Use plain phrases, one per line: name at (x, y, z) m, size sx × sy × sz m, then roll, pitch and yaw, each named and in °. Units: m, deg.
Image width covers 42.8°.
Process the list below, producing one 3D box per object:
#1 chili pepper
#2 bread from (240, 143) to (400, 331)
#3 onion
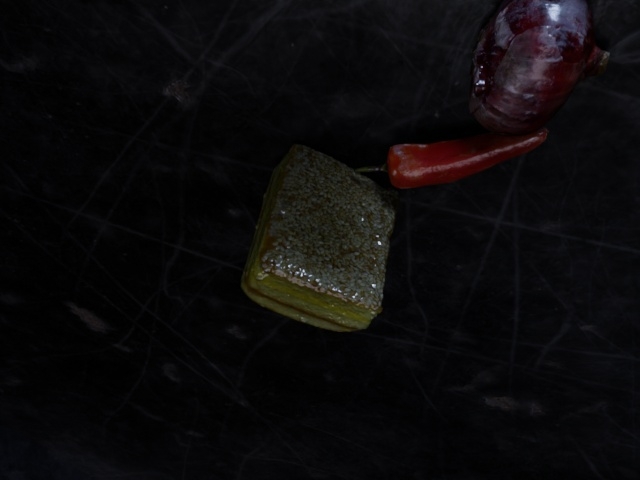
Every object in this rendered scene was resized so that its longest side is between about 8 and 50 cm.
chili pepper at (0.166, -0.107, 1.067) m, size 0.272 × 0.071 × 0.063 m, roll -9°, pitch 103°, yaw 27°
bread at (0.000, 0.000, 1.130) m, size 0.184 × 0.234 × 0.110 m, roll 23°, pitch 139°, yaw -10°
onion at (0.243, -0.186, 0.917) m, size 0.151 × 0.098 × 0.205 m, roll 13°, pitch 142°, yaw 7°
